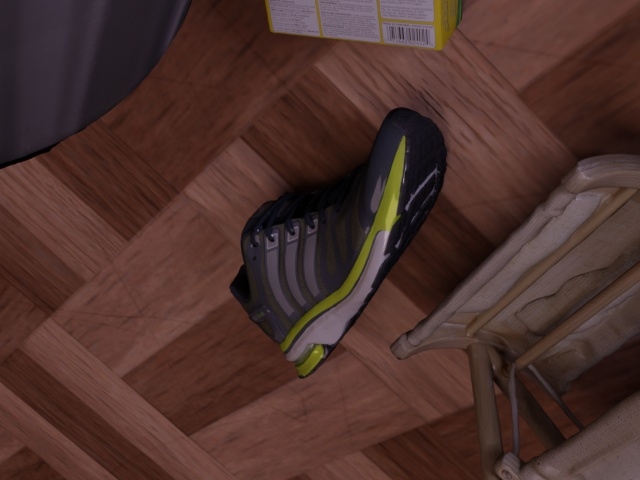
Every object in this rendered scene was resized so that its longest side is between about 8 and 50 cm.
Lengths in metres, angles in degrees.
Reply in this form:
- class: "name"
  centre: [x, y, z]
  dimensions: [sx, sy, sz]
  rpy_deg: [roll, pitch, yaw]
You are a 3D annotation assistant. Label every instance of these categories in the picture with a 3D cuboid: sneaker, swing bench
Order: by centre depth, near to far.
- class: "swing bench"
  centre: [0.210, 0.110, 0.657]
  dimensions: [0.253, 0.165, 0.254]
  rpy_deg: [-52, 50, 49]
- class: "sneaker"
  centre: [0.000, 0.000, 0.753]
  dimensions: [0.121, 0.111, 0.300]
  rpy_deg: [35, 136, 5]

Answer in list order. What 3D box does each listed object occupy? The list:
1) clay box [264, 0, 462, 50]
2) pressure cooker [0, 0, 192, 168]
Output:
- class: "clay box"
  centre: [0.017, -0.230, 0.566]
  dimensions: [0.127, 0.053, 0.222]
  rpy_deg: [12, 132, 23]
- class: "pressure cooker"
  centre: [-0.187, -0.244, 0.386]
  dimensions: [0.375, 0.370, 0.420]
  rpy_deg: [65, 158, 7]
